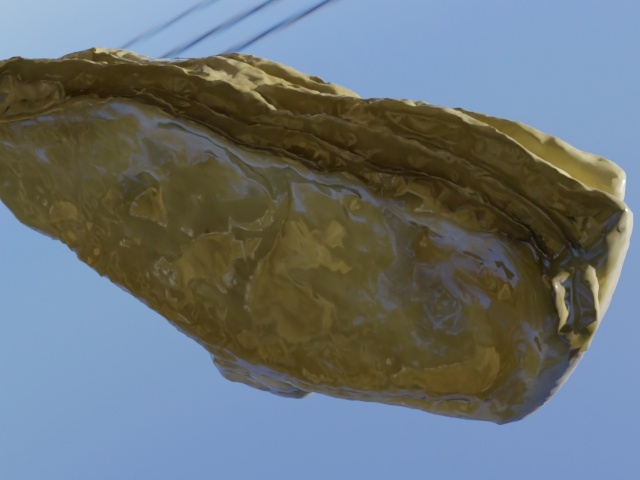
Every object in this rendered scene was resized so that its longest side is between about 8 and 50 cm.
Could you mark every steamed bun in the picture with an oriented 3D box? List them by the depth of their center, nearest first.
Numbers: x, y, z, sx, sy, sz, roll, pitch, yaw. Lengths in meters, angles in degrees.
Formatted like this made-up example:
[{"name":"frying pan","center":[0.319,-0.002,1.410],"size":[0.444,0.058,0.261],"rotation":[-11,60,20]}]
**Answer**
[{"name":"steamed bun","center":[0.000,0.000,0.836],"size":[0.428,0.247,0.189],"rotation":[14,-150,28]}]
